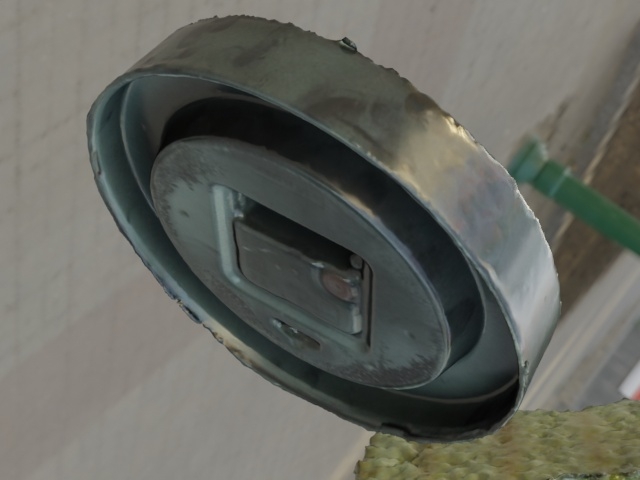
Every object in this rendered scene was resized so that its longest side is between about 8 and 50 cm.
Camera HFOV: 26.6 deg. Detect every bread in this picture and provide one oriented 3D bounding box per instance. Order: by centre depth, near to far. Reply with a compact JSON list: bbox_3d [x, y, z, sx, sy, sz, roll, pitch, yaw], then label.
[{"bbox_3d":[0.229,0.305,1.279,0.239,0.395,0.264,-38,121,-80],"label":"bread"}]

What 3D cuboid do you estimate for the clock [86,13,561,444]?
[{"bbox_3d":[-0.001,0.000,0.815,0.061,0.312,0.313,-52,165,-28],"label":"clock"}]
